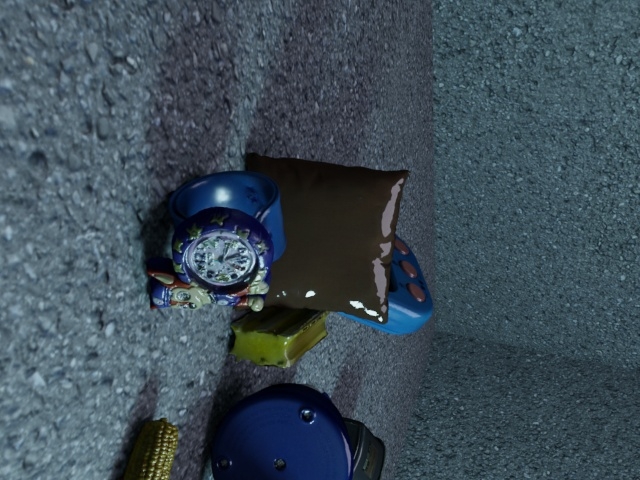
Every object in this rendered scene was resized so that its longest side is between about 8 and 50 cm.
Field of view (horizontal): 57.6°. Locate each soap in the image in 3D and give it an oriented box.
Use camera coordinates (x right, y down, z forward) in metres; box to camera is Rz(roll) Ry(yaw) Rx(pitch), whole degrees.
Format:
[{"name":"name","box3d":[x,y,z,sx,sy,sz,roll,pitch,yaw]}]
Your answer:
[{"name":"soap","box3d":[-0.076,0.182,1.195,0.233,0.135,0.076,-28,124,-66]}]

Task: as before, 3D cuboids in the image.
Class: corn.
[{"name":"corn","box3d":[-0.263,0.368,0.863,0.068,0.068,0.207,53,50,-63]}]

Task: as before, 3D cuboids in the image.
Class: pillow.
[{"name":"pillow","box3d":[0.000,0.000,1.106,0.108,0.308,0.305,-101,-163,-81]}]

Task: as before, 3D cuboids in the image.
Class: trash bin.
[{"name":"trash bin","box3d":[0.094,0.686,1.828,0.290,0.182,0.209,63,40,-49]}]

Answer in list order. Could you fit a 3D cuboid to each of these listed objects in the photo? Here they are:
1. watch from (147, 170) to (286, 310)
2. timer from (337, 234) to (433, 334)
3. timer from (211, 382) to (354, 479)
[{"name":"watch","box3d":[-0.149,-0.011,0.875,0.200,0.196,0.171,-90,-175,-53]},{"name":"timer","box3d":[0.100,0.063,1.347,0.115,0.309,0.340,-53,-155,27]},{"name":"timer","box3d":[-0.053,0.409,1.250,0.383,0.270,0.270,-5,104,-83]}]
